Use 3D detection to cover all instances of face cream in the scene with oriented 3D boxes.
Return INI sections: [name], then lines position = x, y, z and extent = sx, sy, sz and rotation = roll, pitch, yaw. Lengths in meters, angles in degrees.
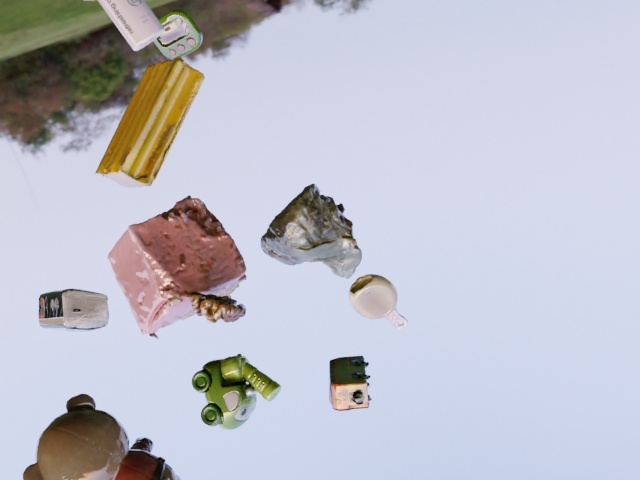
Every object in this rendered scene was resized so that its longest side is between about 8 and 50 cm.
[face cream]
position = -0.484, -0.590, 1.850
extent = 0.092, 0.311, 0.092
rotation = -32, -168, 8

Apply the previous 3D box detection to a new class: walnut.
[walnut]
position = -0.279, 0.184, 2.177
extent = 0.143, 0.069, 0.170
rotation = 21, -177, 31

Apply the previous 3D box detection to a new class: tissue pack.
[tissue pack]
position = -0.529, 0.149, 1.718
extent = 0.103, 0.090, 0.170
rotation = 7, 172, -35

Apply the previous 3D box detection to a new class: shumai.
[shumai]
position = 0.000, 0.000, 2.526
extent = 0.292, 0.288, 0.330
rotation = -45, 174, -11

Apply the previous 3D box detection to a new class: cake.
[cake]
position = -0.417, 0.066, 2.367
extent = 0.307, 0.314, 0.293
rotation = -23, 166, -36

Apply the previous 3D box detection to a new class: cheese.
[cheese]
position = 0.181, 0.190, 2.370
extent = 0.137, 0.227, 0.064
rotation = -36, -147, 16

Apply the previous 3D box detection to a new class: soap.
[soap]
position = -0.417, -0.283, 1.972
extent = 0.204, 0.096, 0.324
rotation = 7, -109, 58

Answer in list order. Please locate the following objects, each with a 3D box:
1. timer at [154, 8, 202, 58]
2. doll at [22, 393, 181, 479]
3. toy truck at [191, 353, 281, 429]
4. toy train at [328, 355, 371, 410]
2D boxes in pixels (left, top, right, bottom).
[timer]
position = -0.418, -0.600, 2.337
extent = 0.140, 0.128, 0.047
rotation = -21, -147, 26
[doll]
position = -0.424, 0.477, 1.643
extent = 0.174, 0.330, 0.235
rotation = -40, -160, 51
[toy truck]
position = -0.228, 0.386, 2.139
extent = 0.211, 0.187, 0.148
rotation = -41, 160, 12
[toy train]
position = 0.068, 0.331, 1.876
extent = 0.099, 0.072, 0.188
rotation = -1, -166, 1
